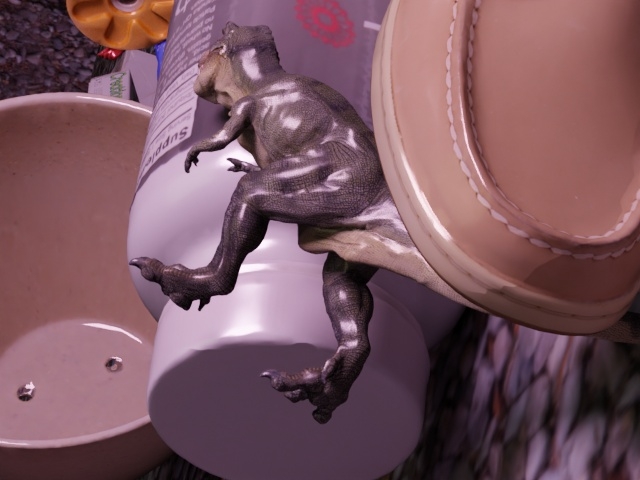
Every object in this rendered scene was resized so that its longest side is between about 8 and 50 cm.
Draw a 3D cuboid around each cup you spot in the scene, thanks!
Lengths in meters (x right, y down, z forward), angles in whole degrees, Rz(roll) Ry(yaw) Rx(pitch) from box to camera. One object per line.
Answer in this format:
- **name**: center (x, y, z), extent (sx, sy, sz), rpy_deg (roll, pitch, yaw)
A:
- **cup**: center (-0.209, 0.080, 1.378), extent (0.237, 0.331, 0.331), rpy_deg (93, -177, -54)

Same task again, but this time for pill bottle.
- **pill bottle**: center (-0.004, -0.038, 0.876), extent (0.176, 0.176, 0.318), rpy_deg (121, 160, -48)

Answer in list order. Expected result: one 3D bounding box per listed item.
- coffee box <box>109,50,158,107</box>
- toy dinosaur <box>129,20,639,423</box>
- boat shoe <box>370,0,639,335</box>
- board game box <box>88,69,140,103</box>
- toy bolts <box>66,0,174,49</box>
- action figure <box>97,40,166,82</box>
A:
- **coffee box**: center (-0.244, -0.146, 2.195), extent (0.246, 0.098, 0.141), rpy_deg (153, 133, -72)
- **toy dinosaur**: center (0.000, 0.000, 0.695), extent (0.118, 0.064, 0.268), rpy_deg (-50, 55, -1)
- **boat shoe**: center (0.099, -0.120, 0.669), extent (0.110, 0.122, 0.341), rpy_deg (121, 162, -49)
- **board game box**: center (-0.199, -0.044, 1.776), extent (0.305, 0.053, 0.193), rpy_deg (-106, 1, -66)
- **toy bolts**: center (-0.103, -0.130, 1.415), extent (0.158, 0.218, 0.228), rpy_deg (-96, 7, -45)
- **action figure**: center (-0.181, -0.169, 1.658), extent (0.091, 0.139, 0.280), rpy_deg (37, -131, -86)
